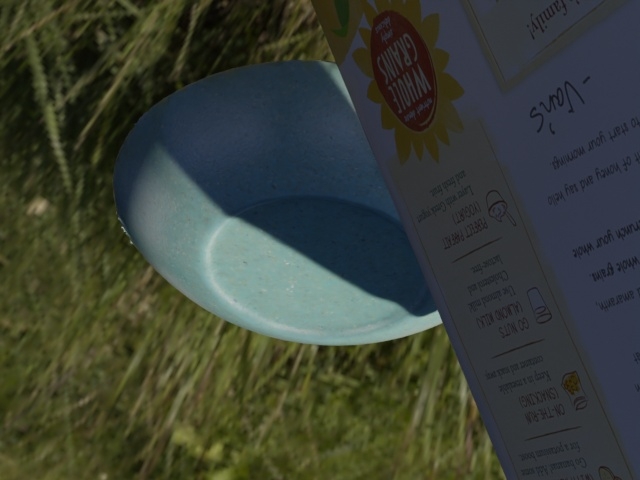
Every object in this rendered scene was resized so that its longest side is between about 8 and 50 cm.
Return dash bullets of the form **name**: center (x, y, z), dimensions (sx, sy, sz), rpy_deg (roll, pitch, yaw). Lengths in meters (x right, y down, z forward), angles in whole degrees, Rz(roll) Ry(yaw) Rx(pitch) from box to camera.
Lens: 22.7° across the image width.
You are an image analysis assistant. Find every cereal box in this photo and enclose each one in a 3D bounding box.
- **cereal box**: center (0.085, 0.004, 0.353), dimensions (0.173, 0.047, 0.240), rpy_deg (-30, 81, 62)

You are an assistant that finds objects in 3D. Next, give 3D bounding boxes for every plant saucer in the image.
- **plant saucer**: center (0.000, 0.000, 0.719), dimensions (0.195, 0.037, 0.195), rpy_deg (4, 142, 3)
